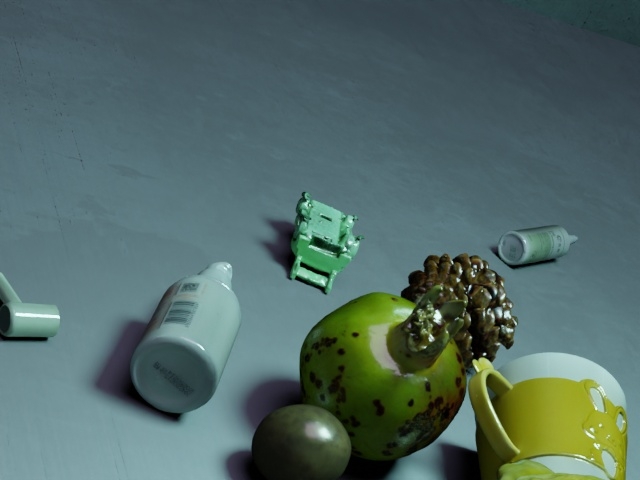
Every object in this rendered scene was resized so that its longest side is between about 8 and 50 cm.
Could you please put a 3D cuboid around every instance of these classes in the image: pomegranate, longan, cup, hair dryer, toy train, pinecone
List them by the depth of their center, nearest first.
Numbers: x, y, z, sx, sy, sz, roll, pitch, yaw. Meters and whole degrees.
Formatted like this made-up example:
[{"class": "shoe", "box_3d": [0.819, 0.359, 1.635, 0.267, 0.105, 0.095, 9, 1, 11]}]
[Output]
[{"class": "longan", "box_3d": [-0.024, 0.226, 1.589, 0.106, 0.106, 0.119, 17, -10, -21]}, {"class": "hair dryer", "box_3d": [-0.345, 0.067, 1.642, 0.063, 0.038, 0.124, 6, 26, -39]}, {"class": "pomegranate", "box_3d": [0.082, 0.135, 1.671, 0.198, 0.246, 0.198, 23, 22, -10]}, {"class": "cup", "box_3d": [0.252, 0.246, 1.692, 0.241, 0.185, 0.226, 43, 28, -21]}, {"class": "pinecone", "box_3d": [0.187, 0.100, 1.943, 0.173, 0.173, 0.173, 22, 27, -12]}, {"class": "toy train", "box_3d": [0.000, 0.000, 2.035, 0.099, 0.081, 0.149, 22, 21, -10]}]

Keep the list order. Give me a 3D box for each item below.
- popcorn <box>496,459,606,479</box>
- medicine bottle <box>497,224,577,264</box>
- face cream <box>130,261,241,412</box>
[{"class": "popcorn", "box_3d": [0.209, 0.328, 1.463, 0.192, 0.233, 0.266, 7, 30, -12]}, {"class": "medicine bottle", "box_3d": [0.367, 0.005, 2.383, 0.199, 0.057, 0.057, -6, 42, -49]}, {"class": "face cream", "box_3d": [-0.144, 0.095, 1.696, 0.101, 0.101, 0.251, 26, 26, -4]}]
